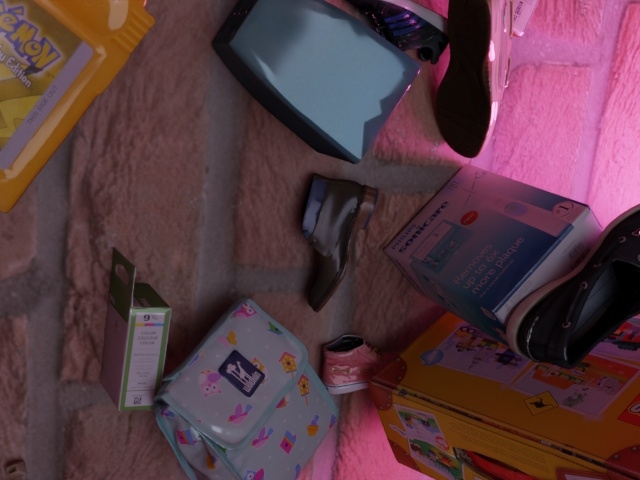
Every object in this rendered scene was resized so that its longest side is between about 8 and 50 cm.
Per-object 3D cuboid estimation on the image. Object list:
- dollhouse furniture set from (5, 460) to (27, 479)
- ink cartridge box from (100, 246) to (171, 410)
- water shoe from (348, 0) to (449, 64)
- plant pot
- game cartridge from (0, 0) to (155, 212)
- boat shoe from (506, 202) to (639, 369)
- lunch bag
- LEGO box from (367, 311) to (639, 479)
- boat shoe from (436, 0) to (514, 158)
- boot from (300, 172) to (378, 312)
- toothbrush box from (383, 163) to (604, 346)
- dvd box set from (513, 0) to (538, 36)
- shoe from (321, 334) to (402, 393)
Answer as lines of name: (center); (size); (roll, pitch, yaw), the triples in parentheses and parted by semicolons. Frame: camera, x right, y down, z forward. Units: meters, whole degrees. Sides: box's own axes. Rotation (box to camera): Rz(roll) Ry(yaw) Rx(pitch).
dollhouse furniture set: (-0.461, 0.386, 1.243); (0.114, 0.091, 0.081); (-23, 160, 4)
ink cartridge box: (-0.260, 0.123, 1.207); (0.062, 0.109, 0.209); (2, 104, -29)
water shoe: (0.115, -0.323, 1.287); (0.203, 0.073, 0.080); (14, 101, -30)
plant pot: (-0.022, -0.246, 1.193); (0.234, 0.165, 0.165); (33, 89, -24)
game cartridge: (-0.383, -0.233, 0.985); (0.285, 0.053, 0.323); (38, 88, -38)
boat shoe: (0.421, 0.063, 1.201); (0.340, 0.113, 0.127); (-32, 119, -17)
lunch bag: (-0.115, 0.244, 1.262); (0.223, 0.160, 0.262); (-50, 128, -36)
LEGO box: (0.388, 0.244, 1.322); (0.372, 0.500, 0.193); (-36, 118, -29)
boat shoe: (0.253, -0.268, 1.336); (0.098, 0.109, 0.302); (-34, 138, -33)
boot: (0.000, 0.000, 1.343); (0.106, 0.082, 0.219); (22, 99, -10)
toothbrush box: (0.277, 0.020, 1.351); (0.216, 0.295, 0.126); (-45, 121, -7)
dvd box set: (0.208, -0.534, 1.276); (0.420, 0.062, 0.307); (20, 96, -32)
shoe: (0.085, 0.199, 1.441); (0.178, 0.063, 0.081); (-10, 114, -21)
